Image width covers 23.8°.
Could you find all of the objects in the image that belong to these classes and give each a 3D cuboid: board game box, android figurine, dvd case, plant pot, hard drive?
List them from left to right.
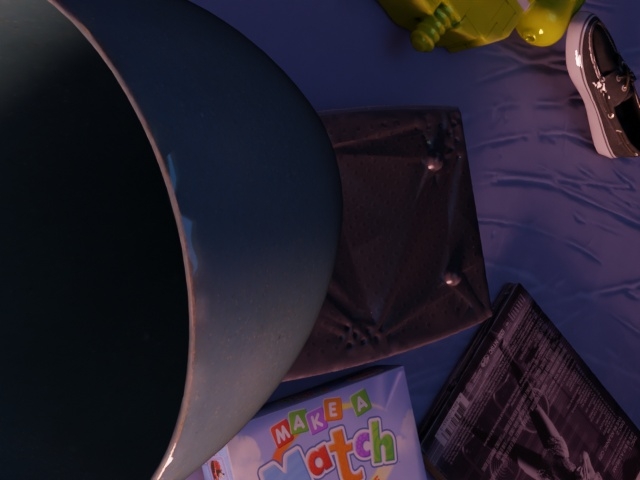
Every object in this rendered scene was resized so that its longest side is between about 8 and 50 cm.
[{"bbox_3d":[-0.101,-0.012,0.812,0.195,0.290,0.290,-18,97,-46],"label":"plant pot"},{"bbox_3d":[0.000,0.000,1.023,0.255,0.054,0.172,-11,93,-37],"label":"hard drive"},{"bbox_3d":[0.009,0.206,1.022,0.160,0.039,0.211,-16,95,-38],"label":"board game box"},{"bbox_3d":[0.116,-0.256,1.140,0.248,0.056,0.273,51,57,-23],"label":"android figurine"},{"bbox_3d":[0.172,0.165,1.167,0.221,0.018,0.164,48,58,-23],"label":"dvd case"}]

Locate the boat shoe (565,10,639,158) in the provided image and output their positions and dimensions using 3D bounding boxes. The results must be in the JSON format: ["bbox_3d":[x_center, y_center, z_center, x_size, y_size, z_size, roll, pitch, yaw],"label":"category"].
[{"bbox_3d":[0.230,-0.122,1.196,0.049,0.040,0.142,-55,137,-29],"label":"boat shoe"}]
